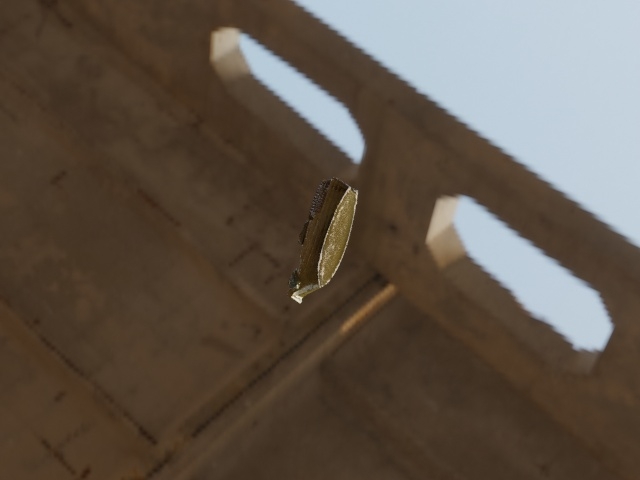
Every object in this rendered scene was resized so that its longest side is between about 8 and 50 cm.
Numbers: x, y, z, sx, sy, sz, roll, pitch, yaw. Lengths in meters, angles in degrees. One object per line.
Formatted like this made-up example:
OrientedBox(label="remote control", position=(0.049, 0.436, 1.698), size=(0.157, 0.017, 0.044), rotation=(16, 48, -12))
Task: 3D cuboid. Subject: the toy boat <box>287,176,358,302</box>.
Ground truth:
OrientedBox(label="toy boat", position=(0.000, 0.000, 1.662), size=(0.049, 0.047, 0.149), rotation=(8, -106, 39))
